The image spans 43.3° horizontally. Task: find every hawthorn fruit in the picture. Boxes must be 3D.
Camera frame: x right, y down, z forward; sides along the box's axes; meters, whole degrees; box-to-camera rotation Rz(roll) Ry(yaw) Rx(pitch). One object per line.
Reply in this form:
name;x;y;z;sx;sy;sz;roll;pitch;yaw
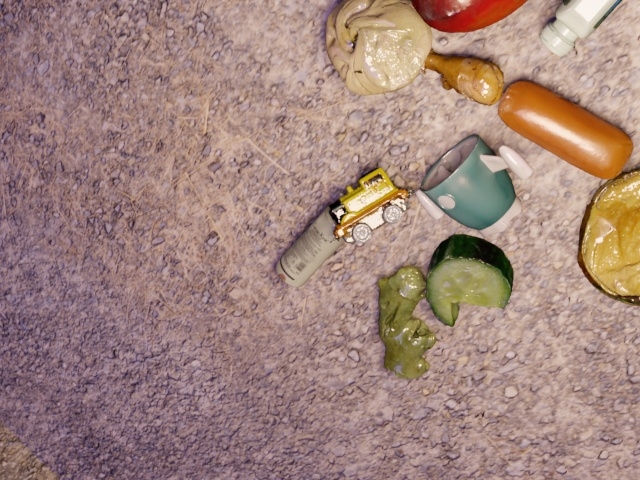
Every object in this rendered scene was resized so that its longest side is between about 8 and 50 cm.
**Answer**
hawthorn fruit;0.286;-0.523;1.436;0.307;0.265;0.265;-21;104;23

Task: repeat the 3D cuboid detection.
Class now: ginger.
ginger;0.201;0.195;1.891;0.137;0.089;0.290;4;110;40

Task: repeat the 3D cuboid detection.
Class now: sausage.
sausage;0.478;-0.219;1.585;0.274;0.105;0.105;31;120;6

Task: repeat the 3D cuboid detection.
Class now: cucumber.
cucumber;0.323;0.081;1.773;0.191;0.130;0.191;6;118;12

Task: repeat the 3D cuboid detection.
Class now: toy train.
toy train;0.101;-0.073;1.766;0.219;0.089;0.127;-32;93;-1

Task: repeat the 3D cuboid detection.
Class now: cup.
cup;0.323;-0.103;1.669;0.173;0.167;0.299;43;148;-12

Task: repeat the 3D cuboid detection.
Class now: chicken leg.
chicken leg;0.281;-0.338;1.624;0.207;0.101;0.085;31;119;30

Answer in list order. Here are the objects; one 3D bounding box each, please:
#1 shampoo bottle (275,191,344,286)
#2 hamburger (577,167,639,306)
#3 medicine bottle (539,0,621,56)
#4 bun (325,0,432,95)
shampoo bottle;0.000;0.000;1.880;0.085;0.085;0.262;42;120;0
hamburger;0.636;-0.004;1.556;0.284;0.134;0.266;6;83;38
medicine bottle;0.498;-0.441;1.465;0.083;0.121;0.229;39;121;0
bun;0.106;-0.397;1.625;0.237;0.116;0.210;11;108;32
